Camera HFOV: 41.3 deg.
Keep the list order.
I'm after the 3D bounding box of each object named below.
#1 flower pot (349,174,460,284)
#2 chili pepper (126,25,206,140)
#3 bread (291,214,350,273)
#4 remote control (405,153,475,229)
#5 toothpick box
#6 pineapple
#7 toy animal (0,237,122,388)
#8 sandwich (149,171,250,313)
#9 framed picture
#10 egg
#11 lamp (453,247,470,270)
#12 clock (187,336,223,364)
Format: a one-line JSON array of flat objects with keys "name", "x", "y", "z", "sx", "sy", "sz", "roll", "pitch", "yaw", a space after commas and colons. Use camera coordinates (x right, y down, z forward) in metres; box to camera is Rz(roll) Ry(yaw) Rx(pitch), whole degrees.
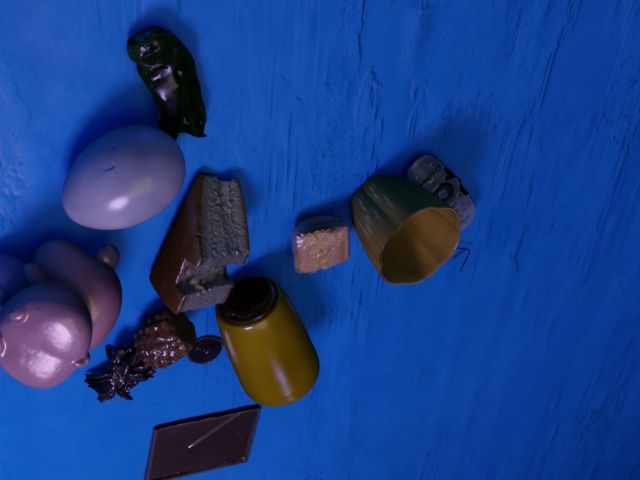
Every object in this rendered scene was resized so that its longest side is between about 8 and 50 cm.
[{"name": "flower pot", "x": 0.155, "y": -0.035, "z": 1.710, "sx": 0.195, "sy": 0.179, "sz": 0.195, "roll": -20, "pitch": 134, "yaw": -22}, {"name": "chili pepper", "x": -0.234, "y": -0.239, "z": 1.355, "sx": 0.098, "sy": 0.061, "sz": 0.224, "roll": -34, "pitch": 136, "yaw": -15}, {"name": "bread", "x": -0.001, "y": 0.001, "z": 1.711, "sx": 0.125, "sy": 0.082, "sz": 0.106, "roll": -11, "pitch": 122, "yaw": -13}, {"name": "remote control", "x": 0.260, "y": -0.103, "z": 1.826, "sx": 0.097, "sy": 0.045, "sz": 0.256, "roll": -42, "pitch": 135, "yaw": 2}, {"name": "toothpick box", "x": -0.113, "y": 0.200, "z": 1.736, "sx": 0.175, "sy": 0.175, "sz": 0.271, "roll": -29, "pitch": 134, "yaw": -10}, {"name": "pineapple", "x": -0.353, "y": 0.233, "z": 1.653, "sx": 0.237, "sy": 0.111, "sz": 0.119, "roll": -37, "pitch": 107, "yaw": 11}, {"name": "toy animal", "x": -0.433, "y": 0.120, "z": 1.406, "sx": 0.229, "sy": 0.221, "sz": 0.210, "roll": 16, "pitch": 120, "yaw": -41}, {"name": "sandwich", "x": -0.208, "y": 0.006, "z": 1.537, "sx": 0.122, "sy": 0.128, "sz": 0.236, "roll": -2, "pitch": 128, "yaw": -43}, {"name": "framed picture", "x": -0.273, "y": 0.475, "z": 1.976, "sx": 0.265, "sy": 0.018, "sz": 0.192, "roll": -5, "pitch": 128, "yaw": -31}, {"name": "egg", "x": -0.315, "y": -0.097, "z": 1.353, "sx": 0.209, "sy": 0.151, "sz": 0.151, "roll": -30, "pitch": 138, "yaw": 0}, {"name": "lamp", "x": 0.297, "y": 0.022, "z": 1.968, "sx": 0.121, "sy": 0.041, "sz": 0.054, "roll": 26, "pitch": 100, "yaw": -41}, {"name": "clock", "x": -0.245, "y": 0.232, "z": 1.789, "sx": 0.083, "sy": 0.010, "sz": 0.074, "roll": 23, "pitch": 111, "yaw": -45}]
